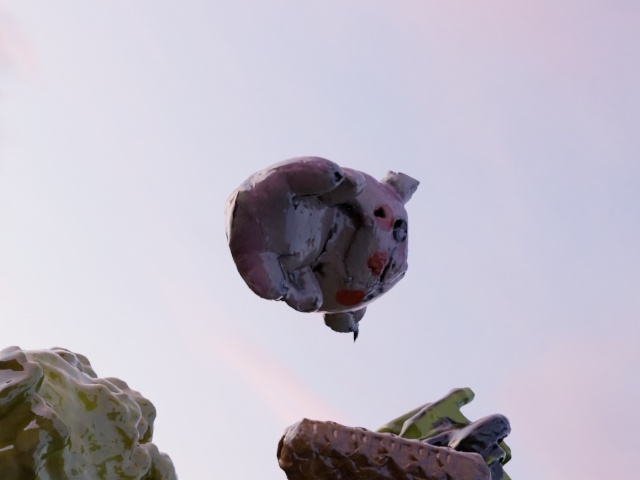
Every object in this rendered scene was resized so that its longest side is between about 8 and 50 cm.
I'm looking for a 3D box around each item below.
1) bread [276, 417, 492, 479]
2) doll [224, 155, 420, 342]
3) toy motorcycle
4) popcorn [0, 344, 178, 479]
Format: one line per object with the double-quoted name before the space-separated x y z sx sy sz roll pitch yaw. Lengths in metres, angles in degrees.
"bread" 0.045 0.160 1.132 0.157 0.052 0.044 13 -56 -8
"doll" 0.000 0.000 1.286 0.095 0.149 0.192 23 3 41
"toy motorcycle" 0.024 0.259 1.342 0.142 0.342 0.206 56 -31 8
"popcorn" -0.282 0.214 1.561 0.242 0.235 0.250 9 1 42
